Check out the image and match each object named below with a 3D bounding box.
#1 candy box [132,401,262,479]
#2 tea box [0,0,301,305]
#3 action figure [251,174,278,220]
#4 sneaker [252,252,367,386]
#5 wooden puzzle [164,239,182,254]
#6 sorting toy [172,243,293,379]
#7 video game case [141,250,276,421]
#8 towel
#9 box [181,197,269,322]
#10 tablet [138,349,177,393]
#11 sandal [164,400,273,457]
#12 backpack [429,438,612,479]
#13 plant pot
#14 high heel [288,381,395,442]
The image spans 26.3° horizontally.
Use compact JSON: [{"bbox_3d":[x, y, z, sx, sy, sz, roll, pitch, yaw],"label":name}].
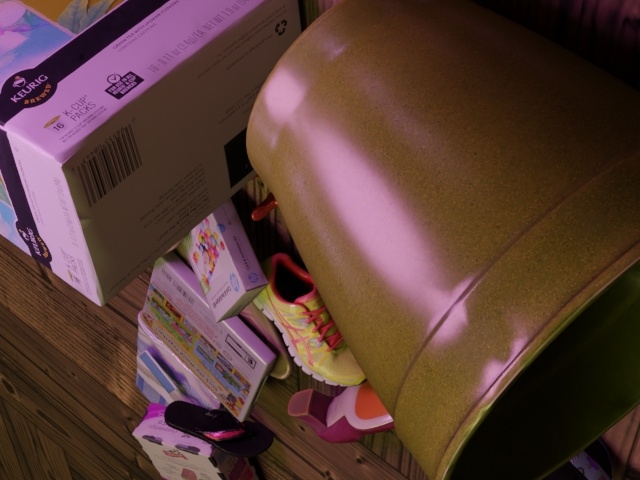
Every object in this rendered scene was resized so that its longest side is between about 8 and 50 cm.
[{"bbox_3d":[-0.196,0.377,2.296,0.159,0.071,0.233,11,145,28],"label":"candy box"},{"bbox_3d":[-0.238,-0.169,1.447,0.323,0.329,0.220,31,148,29],"label":"tea box"},{"bbox_3d":[0.000,0.000,1.542,0.280,0.139,0.091,19,142,39],"label":"action figure"},{"bbox_3d":[-0.010,0.099,1.734,0.208,0.081,0.094,45,150,8],"label":"sneaker"},{"bbox_3d":[-0.342,-0.107,1.889,0.348,0.080,0.322,56,157,-5],"label":"wooden puzzle"},{"bbox_3d":[-0.129,0.087,1.940,0.193,0.038,0.208,14,133,46],"label":"sorting toy"},{"bbox_3d":[-0.166,0.139,1.983,0.227,0.026,0.206,44,149,12],"label":"video game case"},{"bbox_3d":[-0.237,0.245,2.292,0.209,0.034,0.285,41,152,14],"label":"towel"},{"bbox_3d":[-0.138,-0.001,1.767,0.186,0.038,0.145,65,154,10],"label":"box"},{"bbox_3d":[-0.268,0.217,2.257,0.083,0.006,0.054,52,155,-1],"label":"tablet"},{"bbox_3d":[-0.161,0.293,2.161,0.179,0.067,0.040,18,137,5],"label":"sandal"},{"bbox_3d":[0.227,0.252,1.526,0.173,0.158,0.117,36,160,-2],"label":"backpack"},{"bbox_3d":[0.131,-0.028,1.139,0.353,0.366,0.366,49,155,25],"label":"plant pot"},{"bbox_3d":[0.070,0.238,1.829,0.117,0.082,0.244,31,149,-32],"label":"high heel"}]
